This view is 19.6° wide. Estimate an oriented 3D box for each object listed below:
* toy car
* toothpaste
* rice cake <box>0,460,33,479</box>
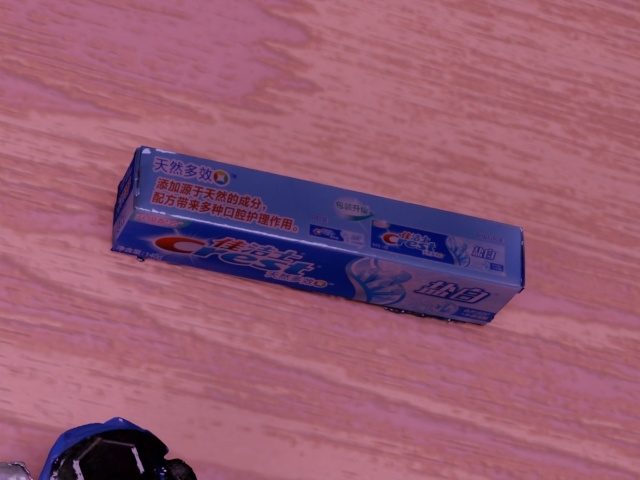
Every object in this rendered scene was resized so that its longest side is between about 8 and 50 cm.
[{"bbox_3d":[-0.106,0.210,1.083,0.103,0.063,0.216,-14,76,-38],"label":"toy car"},{"bbox_3d":[0.000,0.000,1.234,0.272,0.066,0.053,12,62,-16],"label":"toothpaste"},{"bbox_3d":[-0.178,0.229,1.065,0.043,0.034,0.211,1,64,-19],"label":"rice cake"}]
